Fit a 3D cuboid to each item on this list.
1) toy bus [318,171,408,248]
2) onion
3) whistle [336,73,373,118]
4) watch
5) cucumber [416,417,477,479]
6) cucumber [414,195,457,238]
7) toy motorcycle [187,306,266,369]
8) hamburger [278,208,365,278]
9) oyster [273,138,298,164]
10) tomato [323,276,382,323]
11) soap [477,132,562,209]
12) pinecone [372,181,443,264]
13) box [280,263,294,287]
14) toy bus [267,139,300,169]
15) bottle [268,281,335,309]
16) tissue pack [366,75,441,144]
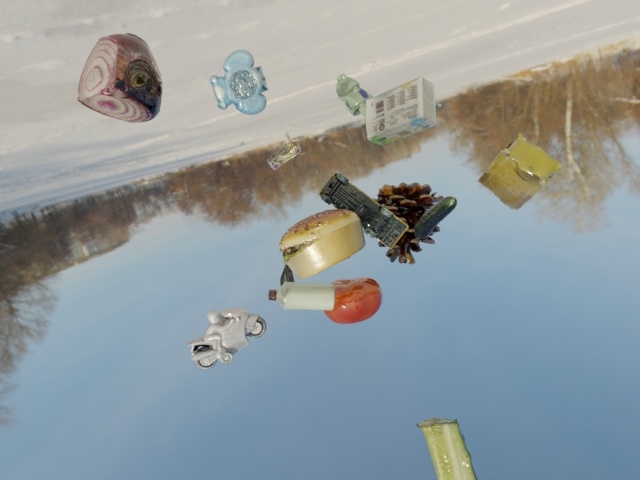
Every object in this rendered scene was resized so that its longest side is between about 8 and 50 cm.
[{"bbox_3d":[0.158,-0.114,1.784,0.121,0.335,0.123,-53,-179,10],"label":"toy bus"},{"bbox_3d":[-0.557,-0.466,1.398,0.216,0.206,0.207,1,168,31],"label":"onion"},{"bbox_3d":[0.135,-0.525,1.792,0.092,0.244,0.110,-33,162,-16],"label":"whistle"},{"bbox_3d":[-0.280,-0.536,1.663,0.211,0.211,0.193,-17,-160,-6],"label":"watch"},{"bbox_3d":[0.414,0.719,1.502,0.145,0.325,0.105,-18,165,18],"label":"cucumber"},{"bbox_3d":[0.328,-0.071,1.369,0.052,0.058,0.215,13,154,-8],"label":"cucumber"},{"bbox_3d":[-0.314,0.299,1.575,0.260,0.171,0.110,-32,-172,-8],"label":"toy motorcycle"},{"bbox_3d":[0.000,0.000,1.573,0.300,0.176,0.300,-27,-178,1],"label":"hamburger"},{"bbox_3d":[-0.105,-0.263,1.404,0.083,0.038,0.081,-24,157,-21],"label":"oyster"},{"bbox_3d":[0.132,0.249,2.004,0.259,0.180,0.260,-14,-176,1],"label":"tomato"},{"bbox_3d":[0.501,-0.167,1.234,0.076,0.135,0.233,-46,169,-5],"label":"soap"},{"bbox_3d":[0.392,-0.066,2.206,0.384,0.384,0.384,-15,-168,3],"label":"pinecone"},{"bbox_3d":[-0.136,0.175,1.937,0.027,0.126,0.125,1,141,-21],"label":"box"},{"bbox_3d":[-0.131,-0.311,1.755,0.130,0.052,0.037,-38,-145,-10],"label":"toy bus"},{"bbox_3d":[-0.072,0.206,1.796,0.245,0.104,0.104,2,-169,-5],"label":"bottle"},{"bbox_3d":[0.288,-0.430,1.653,0.229,0.159,0.145,-13,162,42],"label":"tissue pack"}]
